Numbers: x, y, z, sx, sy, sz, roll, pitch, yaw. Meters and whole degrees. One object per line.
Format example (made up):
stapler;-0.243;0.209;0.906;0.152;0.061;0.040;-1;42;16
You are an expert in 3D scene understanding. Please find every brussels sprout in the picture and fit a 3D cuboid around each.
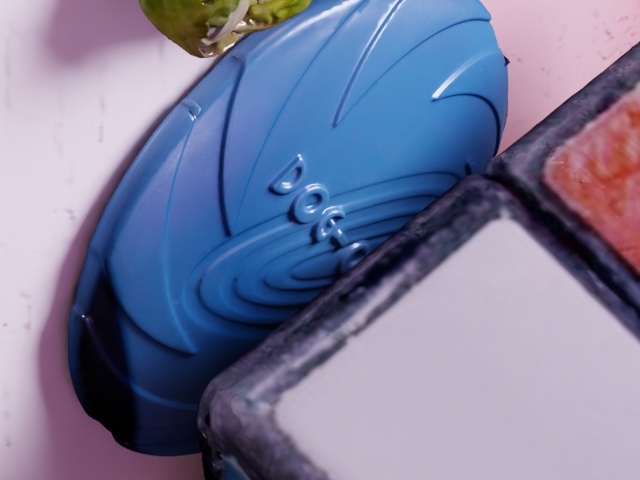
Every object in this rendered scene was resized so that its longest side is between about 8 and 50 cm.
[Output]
brussels sprout;-0.031;-0.089;0.660;0.083;0.046;0.051;2;129;-55

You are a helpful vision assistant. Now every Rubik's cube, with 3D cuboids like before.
Rubik's cube;0.159;0.135;0.851;0.316;0.313;0.318;-38;163;-18

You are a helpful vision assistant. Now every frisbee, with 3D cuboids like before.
frisbee;0.000;0.000;0.807;0.242;0.045;0.242;-33;145;-27
